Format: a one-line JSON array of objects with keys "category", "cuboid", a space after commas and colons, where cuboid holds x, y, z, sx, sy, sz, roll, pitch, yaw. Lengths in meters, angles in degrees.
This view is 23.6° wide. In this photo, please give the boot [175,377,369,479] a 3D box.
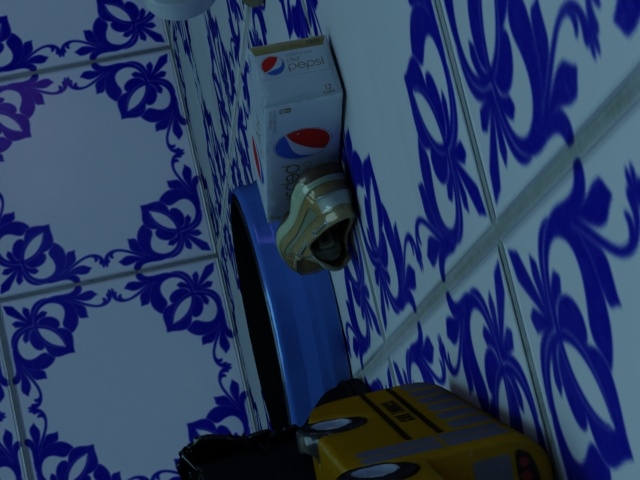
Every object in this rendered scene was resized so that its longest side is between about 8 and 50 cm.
[{"category": "boot", "cuboid": [-0.042, 0.211, 1.540, 0.246, 0.207, 0.094, -163, 61, -82]}]

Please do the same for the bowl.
[{"category": "bowl", "cuboid": [-0.036, 0.111, 1.844, 0.391, 0.077, 0.391, 168, 90, -83]}]

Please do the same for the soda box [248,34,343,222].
[{"category": "soda box", "cuboid": [-0.024, -0.100, 1.428, 0.216, 0.074, 0.069, 93, 164, -64]}]

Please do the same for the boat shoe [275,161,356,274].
[{"category": "boat shoe", "cuboid": [0.000, 0.000, 1.464, 0.190, 0.068, 0.072, 96, 149, -67]}]

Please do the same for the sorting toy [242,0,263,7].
[{"category": "sorting toy", "cuboid": [-0.107, -0.382, 1.727, 0.307, 0.041, 0.229, 107, 150, -75]}]

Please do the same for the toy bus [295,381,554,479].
[{"category": "toy bus", "cuboid": [0.064, 0.170, 0.979, 0.333, 0.130, 0.108, -167, 67, -82]}]

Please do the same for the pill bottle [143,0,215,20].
[{"category": "pill bottle", "cuboid": [-0.184, -0.365, 1.812, 0.221, 0.121, 0.121, 78, 176, -60]}]
